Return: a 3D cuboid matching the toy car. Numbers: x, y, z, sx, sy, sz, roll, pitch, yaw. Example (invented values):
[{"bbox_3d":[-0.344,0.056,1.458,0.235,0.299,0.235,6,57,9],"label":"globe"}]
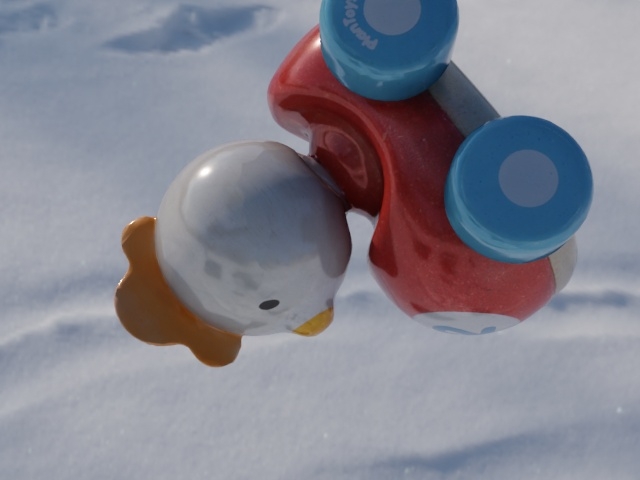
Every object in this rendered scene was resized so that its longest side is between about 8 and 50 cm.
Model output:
[{"bbox_3d":[0.000,0.000,0.684,0.238,0.219,0.210,-35,79,-7],"label":"toy car"}]
